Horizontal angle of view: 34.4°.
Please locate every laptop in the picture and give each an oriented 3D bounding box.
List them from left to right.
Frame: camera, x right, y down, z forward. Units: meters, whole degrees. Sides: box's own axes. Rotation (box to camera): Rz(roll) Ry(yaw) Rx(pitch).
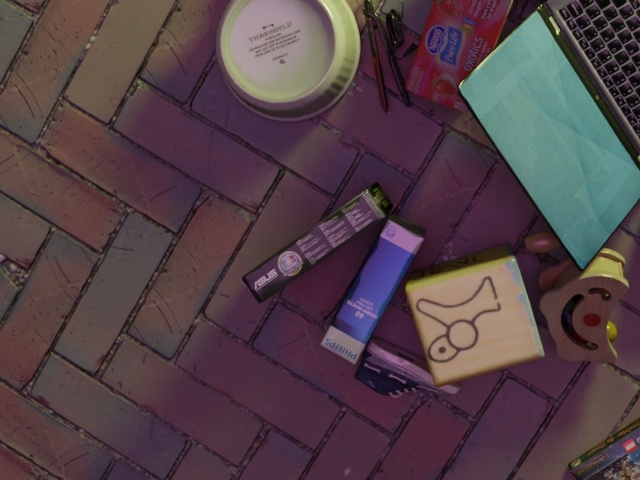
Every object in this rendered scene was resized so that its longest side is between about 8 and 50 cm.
[{"bbox_3d":[0.505,-0.235,1.685,0.408,0.236,0.382,-30,106,25],"label":"laptop"}]

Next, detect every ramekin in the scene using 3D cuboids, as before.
[{"bbox_3d":[-0.065,-0.349,1.860,0.273,0.127,0.273,1,97,8],"label":"ramekin"}]

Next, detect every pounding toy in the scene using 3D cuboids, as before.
[{"bbox_3d":[0.467,0.076,1.828,0.154,0.155,0.269,-14,126,20],"label":"pounding toy"}]

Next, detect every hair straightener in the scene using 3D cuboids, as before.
[{"bbox_3d":[0.134,-0.353,1.880,0.089,0.047,0.230,-12,90,9],"label":"hair straightener"}]

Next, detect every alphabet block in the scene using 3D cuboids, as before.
[{"bbox_3d":[0.272,0.129,1.836,0.197,0.193,0.192,-16,93,9],"label":"alphabet block"}]

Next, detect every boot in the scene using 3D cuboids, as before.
[{"bbox_3d":[0.161,0.261,1.936,0.190,0.069,0.086,27,106,12],"label":"boot"}]

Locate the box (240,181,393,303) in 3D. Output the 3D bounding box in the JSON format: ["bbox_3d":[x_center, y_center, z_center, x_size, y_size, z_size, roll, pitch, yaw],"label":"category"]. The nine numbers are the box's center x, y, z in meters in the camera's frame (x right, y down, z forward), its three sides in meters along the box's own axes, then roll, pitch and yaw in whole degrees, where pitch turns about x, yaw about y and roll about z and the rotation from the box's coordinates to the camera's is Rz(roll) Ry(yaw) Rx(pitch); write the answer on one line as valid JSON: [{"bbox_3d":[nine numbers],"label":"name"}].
[{"bbox_3d":[0.000,0.000,1.846,0.270,0.216,0.060,-35,90,11],"label":"box"}]

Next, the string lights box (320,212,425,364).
[{"bbox_3d":[0.097,0.084,1.884,0.076,0.133,0.260,28,100,3],"label":"string lights box"}]

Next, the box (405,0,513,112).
[{"bbox_3d":[0.244,-0.362,1.751,0.122,0.128,0.257,21,139,5],"label":"box"}]

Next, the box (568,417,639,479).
[{"bbox_3d":[0.598,0.418,1.898,0.233,0.044,0.159,-36,91,10],"label":"box"}]
